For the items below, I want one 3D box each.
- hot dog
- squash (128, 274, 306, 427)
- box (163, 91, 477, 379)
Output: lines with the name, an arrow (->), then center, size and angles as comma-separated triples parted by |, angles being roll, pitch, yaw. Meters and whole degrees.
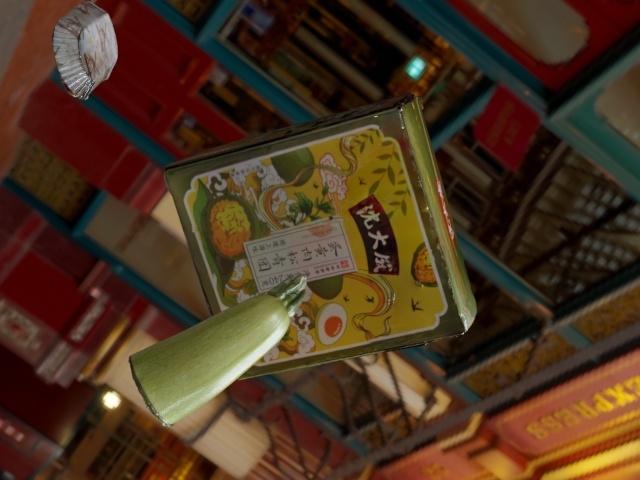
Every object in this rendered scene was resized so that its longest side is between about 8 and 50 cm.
hot dog -> -0.301, -0.245, 1.335 | 0.059, 0.108, 0.191 | -12, -160, 5
squash -> -0.105, 0.111, 1.189 | 0.224, 0.094, 0.094 | -35, -172, -3
box -> 0.000, 0.000, 1.672 | 0.421, 0.372, 0.138 | -13, -169, 19
